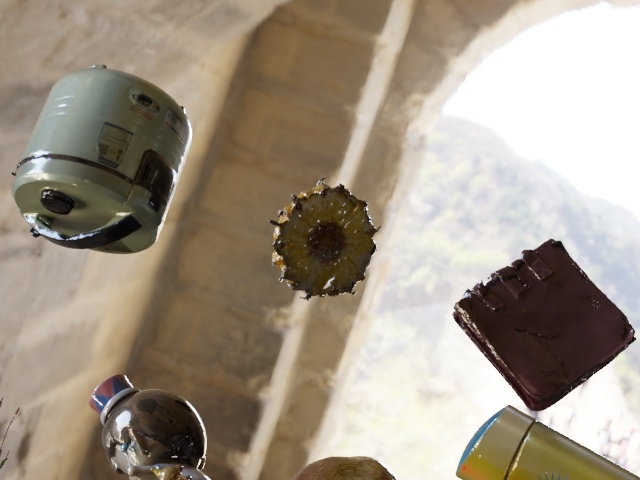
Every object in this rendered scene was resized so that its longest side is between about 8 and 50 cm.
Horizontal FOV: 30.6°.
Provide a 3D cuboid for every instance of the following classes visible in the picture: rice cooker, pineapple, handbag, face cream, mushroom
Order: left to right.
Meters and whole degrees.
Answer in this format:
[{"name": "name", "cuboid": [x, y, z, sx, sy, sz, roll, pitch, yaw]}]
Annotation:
[{"name": "rice cooker", "cuboid": [-0.298, -0.098, 1.615, 0.226, 0.244, 0.226, 13, -29, 7]}, {"name": "pineapple", "cuboid": [0.000, 0.000, 1.945, 0.221, 0.221, 0.047, 17, 3, -31]}, {"name": "mushroom", "cuboid": [0.028, 0.446, 1.745, 0.195, 0.263, 0.283, 29, 9, -33]}, {"name": "handbag", "cuboid": [0.326, 0.123, 1.724, 0.216, 0.203, 0.074, 50, -21, 19]}, {"name": "face cream", "cuboid": [0.321, 0.327, 1.545, 0.285, 0.139, 0.067, 28, 27, 24]}]

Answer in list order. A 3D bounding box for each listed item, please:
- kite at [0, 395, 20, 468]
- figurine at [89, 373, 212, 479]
[{"name": "kite", "cuboid": [-0.307, 0.224, 1.023, 0.006, 0.244, 0.198, 27, 28, 0]}, {"name": "figurine", "cuboid": [-0.230, 0.306, 1.619, 0.161, 0.158, 0.276, 42, 18, -48]}]
